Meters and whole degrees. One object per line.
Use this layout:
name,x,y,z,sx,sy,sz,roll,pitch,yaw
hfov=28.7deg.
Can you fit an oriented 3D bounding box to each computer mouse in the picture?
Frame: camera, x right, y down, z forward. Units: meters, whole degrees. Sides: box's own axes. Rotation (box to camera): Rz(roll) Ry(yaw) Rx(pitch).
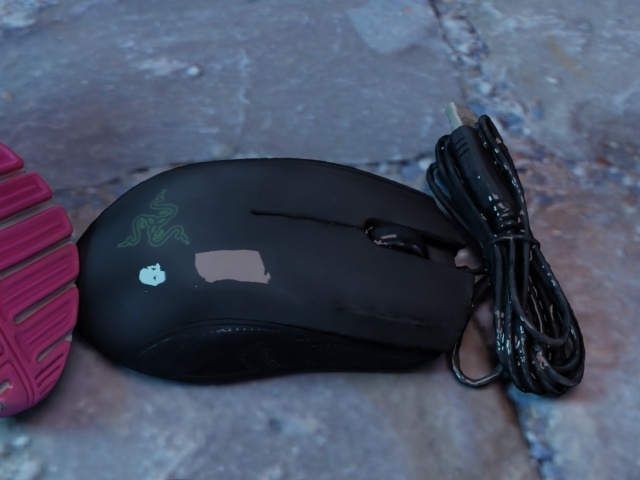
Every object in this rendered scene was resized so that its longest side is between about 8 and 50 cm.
computer mouse,0.000,0.000,0.663,0.272,0.072,0.189,-5,54,-12

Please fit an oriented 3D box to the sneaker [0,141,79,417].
sneaker,-0.215,-0.017,0.634,0.103,0.111,0.252,-17,72,-54
